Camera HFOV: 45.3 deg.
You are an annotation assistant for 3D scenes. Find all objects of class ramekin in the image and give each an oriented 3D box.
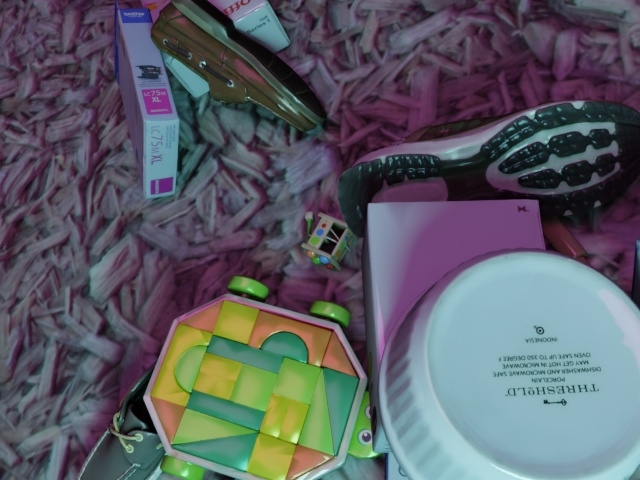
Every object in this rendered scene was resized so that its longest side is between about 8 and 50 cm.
[{"bbox_3d":[0.193,0.130,0.726,0.273,0.127,0.272,1,64,-2],"label":"ramekin"}]

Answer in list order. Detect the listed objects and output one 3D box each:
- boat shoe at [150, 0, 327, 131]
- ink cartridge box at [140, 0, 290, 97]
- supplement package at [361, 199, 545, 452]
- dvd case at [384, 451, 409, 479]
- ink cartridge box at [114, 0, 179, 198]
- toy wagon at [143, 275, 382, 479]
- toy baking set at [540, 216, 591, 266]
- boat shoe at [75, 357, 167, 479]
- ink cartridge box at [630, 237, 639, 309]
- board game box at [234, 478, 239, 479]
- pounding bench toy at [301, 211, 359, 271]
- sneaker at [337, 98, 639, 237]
[{"bbox_3d":[-0.131,-0.267,1.226,0.307,0.111,0.104,41,110,-3],"label":"boat shoe"},{"bbox_3d":[-0.202,-0.422,1.369,0.201,0.117,0.278,-29,59,6],"label":"ink cartridge box"},{"bbox_3d":[0.156,0.100,0.891,0.204,0.145,0.261,-1,63,-2],"label":"supplement package"},{"bbox_3d":[0.164,0.287,0.896,0.179,0.029,0.238,3,65,0],"label":"dvd case"},{"bbox_3d":[-0.296,-0.249,1.283,0.065,0.185,0.311,-10,58,-20],"label":"ink cartridge box"},{"bbox_3d":[-0.042,0.199,0.976,0.344,0.068,0.267,15,71,10],"label":"toy wagon"},{"bbox_3d":[0.258,0.054,1.011,0.197,0.030,0.256,-38,56,5],"label":"toy baking set"},{"bbox_3d":[-0.239,0.247,1.068,0.305,0.091,0.109,-47,58,-6],"label":"boat shoe"},{"bbox_3d":[0.525,0.075,0.741,0.395,0.285,0.166,-14,62,14],"label":"ink cartridge box"},{"bbox_3d":[-0.058,0.371,0.974,0.169,0.033,0.133,7,63,19],"label":"board game box"},{"bbox_3d":[0.000,0.000,1.121,0.083,0.052,0.065,23,76,29],"label":"pounding bench toy"},{"bbox_3d":[0.226,-0.123,1.037,0.410,0.158,0.182,-9,28,8],"label":"sneaker"}]
